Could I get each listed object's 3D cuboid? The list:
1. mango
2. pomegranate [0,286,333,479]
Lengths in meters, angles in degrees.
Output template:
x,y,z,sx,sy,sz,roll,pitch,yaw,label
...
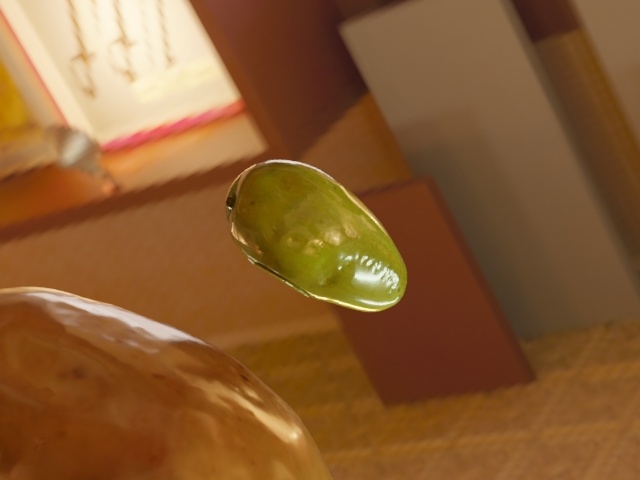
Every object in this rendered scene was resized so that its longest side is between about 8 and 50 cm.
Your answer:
x,y,z,sx,sy,sz,roll,pitch,yaw,label
0.000,0.000,0.832,0.056,0.108,0.073,-51,-150,5,mango
-0.138,0.181,0.718,0.338,0.338,0.338,-26,-162,9,pomegranate
